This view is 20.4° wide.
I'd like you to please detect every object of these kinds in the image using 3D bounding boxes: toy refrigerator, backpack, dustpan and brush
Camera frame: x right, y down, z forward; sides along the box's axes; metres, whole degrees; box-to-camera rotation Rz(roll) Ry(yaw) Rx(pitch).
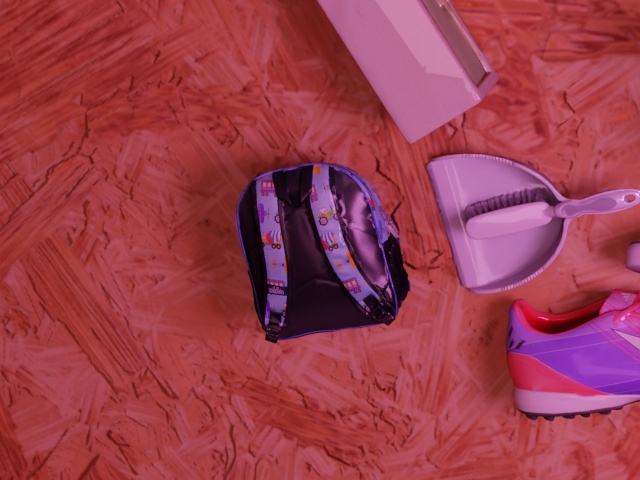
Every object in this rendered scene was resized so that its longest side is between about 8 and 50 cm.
[{"bbox_3d":[0.060,-0.237,1.691,0.094,0.102,0.269,-31,96,23],"label":"toy refrigerator"},{"bbox_3d":[0.000,0.000,1.775,0.158,0.117,0.173,-11,104,19],"label":"backpack"},{"bbox_3d":[0.214,-0.028,1.734,0.211,0.060,0.147,-13,103,20],"label":"dustpan and brush"}]

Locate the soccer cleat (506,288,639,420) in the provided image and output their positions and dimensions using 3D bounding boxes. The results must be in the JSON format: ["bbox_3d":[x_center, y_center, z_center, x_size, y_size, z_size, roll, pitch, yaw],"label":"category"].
[{"bbox_3d":[0.333,0.098,1.720,0.318,0.108,0.116,-8,101,21],"label":"soccer cleat"}]

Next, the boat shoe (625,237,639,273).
[{"bbox_3d":[0.418,-0.006,1.678,0.258,0.095,0.084,-1,79,13],"label":"boat shoe"}]
